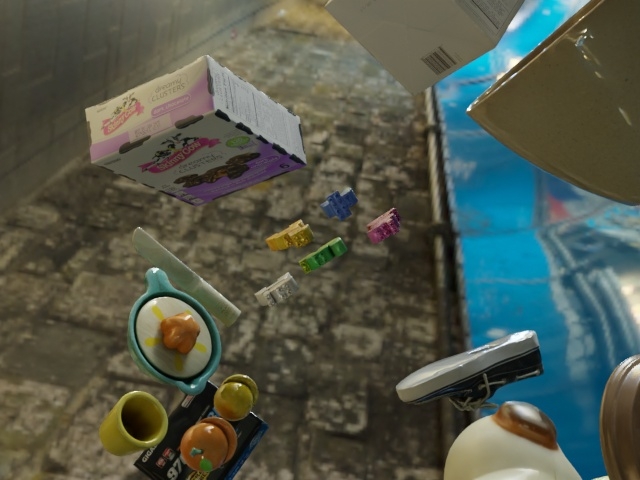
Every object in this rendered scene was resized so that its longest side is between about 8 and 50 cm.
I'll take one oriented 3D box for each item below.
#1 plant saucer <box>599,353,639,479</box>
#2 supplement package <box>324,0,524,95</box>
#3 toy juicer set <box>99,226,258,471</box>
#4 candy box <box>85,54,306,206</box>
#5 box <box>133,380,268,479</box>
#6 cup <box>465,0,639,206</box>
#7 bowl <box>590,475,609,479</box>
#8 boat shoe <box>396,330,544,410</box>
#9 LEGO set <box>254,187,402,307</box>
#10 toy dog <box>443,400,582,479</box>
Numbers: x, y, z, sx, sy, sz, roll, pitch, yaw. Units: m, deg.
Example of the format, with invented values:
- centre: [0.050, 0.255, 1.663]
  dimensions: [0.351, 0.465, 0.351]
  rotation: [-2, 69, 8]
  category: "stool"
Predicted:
- centre: [0.492, 0.289, 1.335]
  dimensions: [0.041, 0.277, 0.278]
  rotation: [-28, -136, 49]
  category: "plant saucer"
- centre: [0.184, -0.396, 1.422]
  dimensions: [0.199, 0.198, 0.263]
  rotation: [-23, -151, 57]
  category: "supplement package"
- centre: [-0.158, 0.138, 1.243]
  dimensions: [0.089, 0.209, 0.329]
  rotation: [-38, -142, 39]
  category: "toy juicer set"
- centre: [-0.136, -0.115, 1.088]
  dimensions: [0.196, 0.164, 0.070]
  rotation: [24, 52, -59]
  category: "candy box"
- centre: [-0.234, 0.404, 1.909]
  dimensions: [0.220, 0.175, 0.051]
  rotation: [-54, 158, -9]
  category: "box"
- centre: [0.386, -0.184, 1.232]
  dimensions: [0.331, 0.237, 0.331]
  rotation: [-40, -177, 2]
  category: "cup"
- centre: [0.566, 0.615, 2.021]
  dimensions: [0.156, 0.289, 0.290]
  rotation: [11, -87, 48]
  category: "bowl"
- centre: [0.280, 0.258, 1.768]
  dimensions: [0.113, 0.306, 0.105]
  rotation: [-14, -88, 59]
  category: "boat shoe"
- centre: [0.000, 0.000, 1.283]
  dimensions: [0.087, 0.227, 0.093]
  rotation: [58, -4, -10]
  category: "LEGO set"
- centre: [0.234, 0.418, 1.344]
  dimensions: [0.408, 0.395, 0.285]
  rotation: [-46, 156, -54]
  category: "toy dog"
